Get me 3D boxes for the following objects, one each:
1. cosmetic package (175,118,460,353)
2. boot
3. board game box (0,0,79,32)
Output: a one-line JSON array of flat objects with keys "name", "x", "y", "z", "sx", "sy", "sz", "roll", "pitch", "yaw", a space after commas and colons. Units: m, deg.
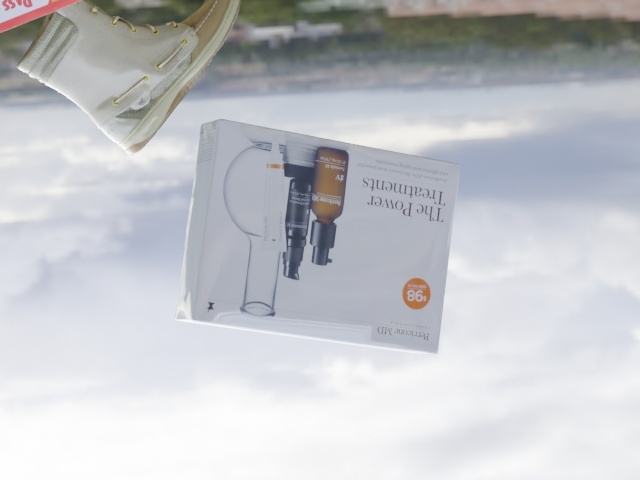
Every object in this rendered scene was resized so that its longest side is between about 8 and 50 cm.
[{"name": "cosmetic package", "x": 0.000, "y": 0.000, "z": 2.227, "sx": 0.377, "sy": 0.284, "sz": 0.097, "roll": 9, "pitch": 177, "yaw": -21}, {"name": "boot", "x": -0.195, "y": -0.218, "z": 1.625, "sx": 0.165, "sy": 0.213, "sz": 0.077, "roll": 37, "pitch": 169, "yaw": -13}, {"name": "board game box", "x": -0.266, "y": -0.161, "z": 0.997, "sx": 0.193, "sy": 0.045, "sz": 0.147, "roll": -25, "pitch": -144, "yaw": -15}]
